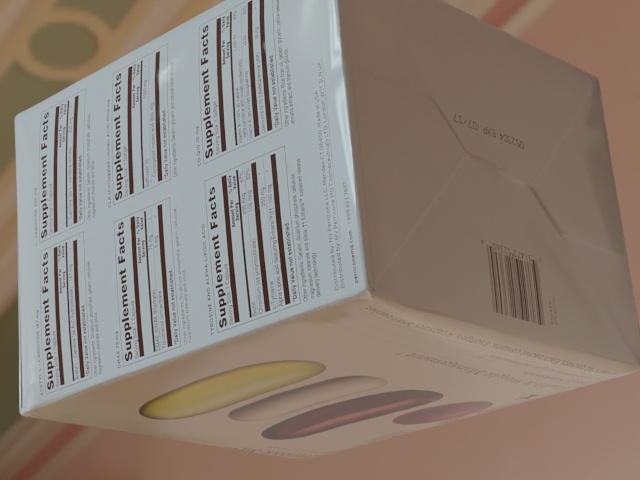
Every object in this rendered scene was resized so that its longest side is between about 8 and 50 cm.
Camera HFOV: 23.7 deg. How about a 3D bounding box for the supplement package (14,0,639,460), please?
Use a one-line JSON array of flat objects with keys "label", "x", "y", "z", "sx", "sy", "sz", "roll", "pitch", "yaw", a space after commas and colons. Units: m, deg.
[{"label": "supplement package", "x": 0.000, "y": 0.000, "z": 0.685, "sx": 0.203, "sy": 0.149, "sz": 0.194, "roll": -21, "pitch": -26, "yaw": 38}]
